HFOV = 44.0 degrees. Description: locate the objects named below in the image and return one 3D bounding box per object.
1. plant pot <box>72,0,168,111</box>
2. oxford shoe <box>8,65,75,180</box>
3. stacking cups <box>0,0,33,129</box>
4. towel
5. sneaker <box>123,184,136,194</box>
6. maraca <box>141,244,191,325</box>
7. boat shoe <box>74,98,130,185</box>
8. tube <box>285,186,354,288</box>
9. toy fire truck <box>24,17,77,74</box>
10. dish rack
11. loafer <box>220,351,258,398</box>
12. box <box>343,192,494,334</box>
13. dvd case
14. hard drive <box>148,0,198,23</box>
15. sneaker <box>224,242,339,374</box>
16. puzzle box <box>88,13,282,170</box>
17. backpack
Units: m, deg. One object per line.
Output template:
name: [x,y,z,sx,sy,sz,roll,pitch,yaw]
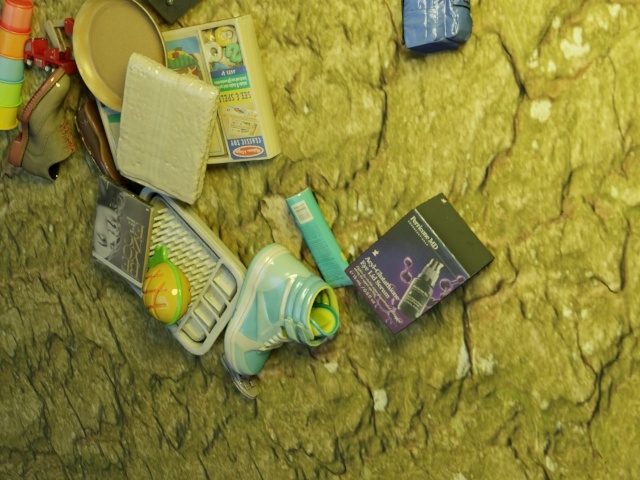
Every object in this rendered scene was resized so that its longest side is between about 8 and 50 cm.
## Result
plant pot: [-0.388,-0.369,1.559,0.237,0.032,0.236,12,117,25]
oxford shoe: [-0.612,-0.263,1.824,0.130,0.123,0.348,33,142,-11]
stacking cups: [-0.731,-0.418,1.873,0.096,0.096,0.316,38,120,18]
towel: [-0.300,-0.212,1.549,0.187,0.049,0.282,24,129,4]
sneaker: [-0.459,-0.056,1.823,0.075,0.063,0.170,27,116,32]
maraca: [-0.332,0.095,1.685,0.127,0.099,0.185,-52,48,34]
boat shoe: [-0.492,-0.212,1.784,0.073,0.073,0.206,-25,85,37]
tube: [0.000,0.000,1.532,0.080,0.052,0.207,-15,105,51]
toy fire truck: [-0.594,-0.444,1.781,0.192,0.047,0.135,22,119,28]
dish rack: [-0.301,0.059,1.751,0.333,0.072,0.285,45,128,13]
loafer: [-0.177,0.296,1.773,0.039,0.045,0.125,-44,77,31]
box: [0.170,0.041,1.387,0.153,0.108,0.207,51,129,9]
dvd case: [-0.443,-0.015,1.767,0.165,0.018,0.221,30,125,24]
hard drive: [-0.310,-0.556,1.490,0.172,0.054,0.254,-24,112,39]
sneaker: [-0.073,0.186,1.600,0.208,0.127,0.318,32,124,26]
puzzle box: [-0.285,-0.283,1.590,0.409,0.052,0.271,-2,112,31]
backpack: [0.182,-0.362,1.235,0.101,0.098,0.120,-5,92,27]
